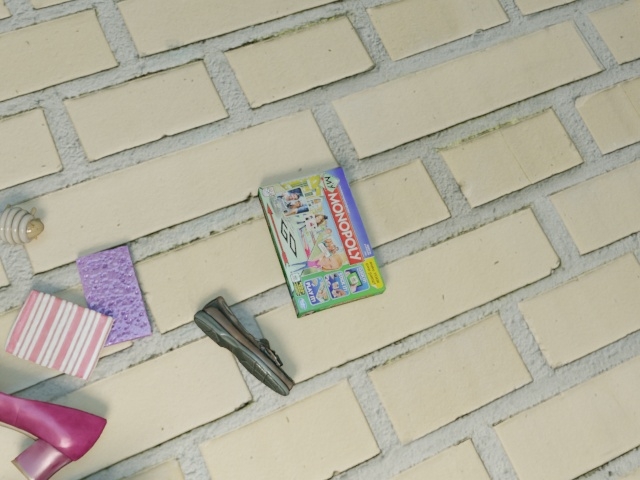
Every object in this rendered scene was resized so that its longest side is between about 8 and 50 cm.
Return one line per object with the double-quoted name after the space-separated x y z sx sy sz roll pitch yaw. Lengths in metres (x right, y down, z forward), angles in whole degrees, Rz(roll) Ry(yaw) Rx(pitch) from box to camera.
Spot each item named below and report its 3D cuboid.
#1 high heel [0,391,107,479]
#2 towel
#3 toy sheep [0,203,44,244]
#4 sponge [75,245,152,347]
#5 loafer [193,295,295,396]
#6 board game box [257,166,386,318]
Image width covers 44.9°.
-0.614 0.303 1.559 0.181 0.127 0.377 -42 91 -22 "high heel"
-0.549 0.199 1.633 0.197 0.029 0.144 19 75 3 "towel"
-0.666 -0.033 1.686 0.132 0.091 0.091 4 69 7 "toy sheep"
-0.451 0.123 1.691 0.117 0.031 0.210 -16 75 -13 "sponge"
-0.151 0.222 1.674 0.267 0.096 0.084 39 63 8 "loafer"
0.000 0.000 1.801 0.214 0.046 0.317 -15 74 -13 "board game box"
